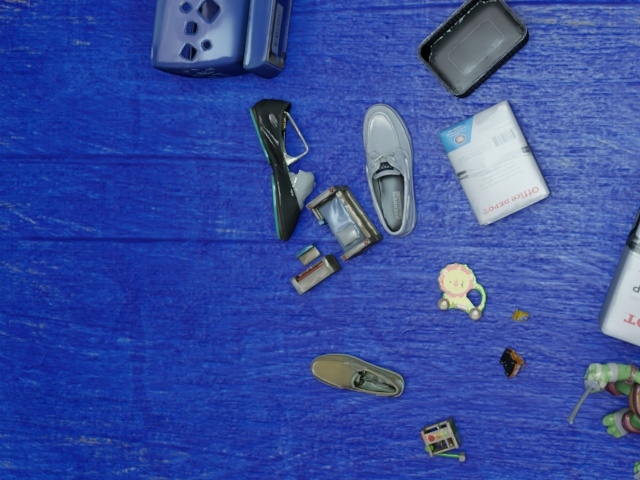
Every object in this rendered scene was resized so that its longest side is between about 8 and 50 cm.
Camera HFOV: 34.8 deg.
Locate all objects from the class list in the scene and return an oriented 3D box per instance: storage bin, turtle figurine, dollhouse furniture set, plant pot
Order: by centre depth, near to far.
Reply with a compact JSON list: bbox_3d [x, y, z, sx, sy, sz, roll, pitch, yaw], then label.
[{"bbox_3d":[0.507,0.302,1.747,0.198,0.266,0.274,33,86,2],"label":"turtle figurine"},{"bbox_3d":[0.281,-0.360,1.876,0.180,0.084,0.122,-42,83,14],"label":"storage bin"},{"bbox_3d":[-0.175,-0.418,1.920,0.212,0.236,0.236,8,95,8],"label":"plant pot"},{"bbox_3d":[0.000,0.000,1.945,0.184,0.129,0.129,-36,84,14],"label":"dollhouse furniture set"}]

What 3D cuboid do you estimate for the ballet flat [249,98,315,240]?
[{"bbox_3d":[-0.065,-0.142,1.977,0.096,0.095,0.280,-12,90,3],"label":"ballet flat"}]

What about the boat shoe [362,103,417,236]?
[{"bbox_3d":[0.133,-0.134,1.926,0.095,0.084,0.258,-15,90,15],"label":"boat shoe"}]

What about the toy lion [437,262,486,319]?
[{"bbox_3d":[0.268,0.093,1.935,0.100,0.034,0.096,18,90,13],"label":"toy lion"}]

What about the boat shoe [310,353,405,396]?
[{"bbox_3d":[0.067,0.262,1.972,0.190,0.072,0.068,8,95,14],"label":"boat shoe"}]

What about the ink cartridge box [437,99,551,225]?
[{"bbox_3d":[0.321,-0.141,1.879,0.140,0.082,0.190,-25,88,15],"label":"ink cartridge box"}]

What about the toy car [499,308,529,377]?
[{"bbox_3d":[0.373,0.195,1.901,0.041,0.060,0.122,11,105,-18],"label":"toy car"}]

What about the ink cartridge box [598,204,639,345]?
[{"bbox_3d":[0.680,0.018,1.752,0.285,0.166,0.395,20,98,12],"label":"ink cartridge box"}]

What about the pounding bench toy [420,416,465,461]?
[{"bbox_3d":[0.233,0.390,1.947,0.065,0.052,0.083,-23,88,15],"label":"pounding bench toy"}]
